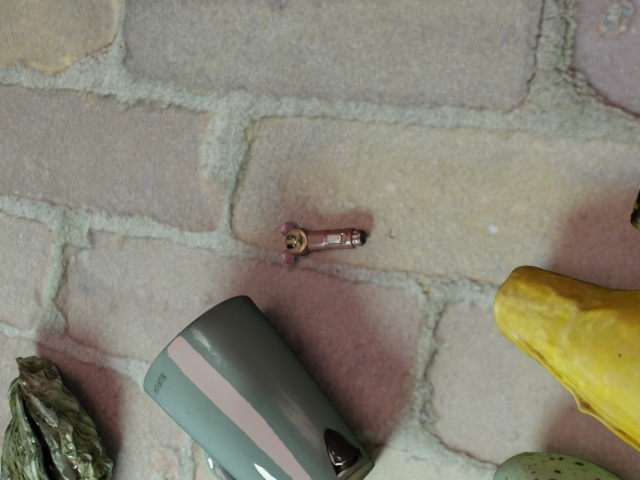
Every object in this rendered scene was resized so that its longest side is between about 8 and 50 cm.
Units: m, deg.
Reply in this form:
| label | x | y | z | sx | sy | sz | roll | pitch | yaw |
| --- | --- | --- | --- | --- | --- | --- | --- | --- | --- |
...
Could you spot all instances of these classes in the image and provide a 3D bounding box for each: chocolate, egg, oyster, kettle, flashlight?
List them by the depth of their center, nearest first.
| label | x | y | z | sx | sy | sz | roll | pitch | yaw |
| --- | --- | --- | --- | --- | --- | --- | --- | --- | --- |
| chocolate | 0.329 | 0.130 | 0.728 | 0.445 | 0.162 | 0.162 | 27 | 100 | 52 |
| egg | 0.232 | 0.263 | 0.823 | 0.164 | 0.131 | 0.131 | 37 | 104 | 29 |
| kettle | -0.073 | 0.219 | 0.993 | 0.243 | 0.160 | 0.210 | 47 | 126 | 17 |
| flashlight | 0.000 | 0.000 | 1.021 | 0.110 | 0.031 | 0.052 | -4 | 84 | 28 |
| oyster | -0.349 | 0.291 | 1.158 | 0.198 | 0.112 | 0.267 | 0 | 95 | 49 |

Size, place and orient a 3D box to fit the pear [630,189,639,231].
| label | x | y | z | sx | sy | sz | roll | pitch | yaw |
| --- | --- | --- | --- | --- | --- | --- | --- | --- | --- |
| pear | 0.406 | -0.063 | 0.738 | 0.267 | 0.267 | 0.178 | 0 | 55 | 28 |
